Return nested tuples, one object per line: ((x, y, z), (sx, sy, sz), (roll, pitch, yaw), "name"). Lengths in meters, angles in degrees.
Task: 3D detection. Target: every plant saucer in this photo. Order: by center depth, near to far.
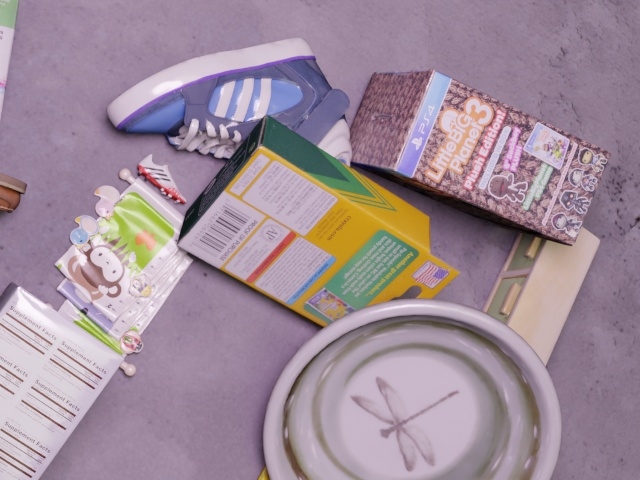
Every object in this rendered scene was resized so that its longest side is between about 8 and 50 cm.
((0.122, 0.251, 1.438), (0.400, 0.100, 0.401), (0, 109, -1), "plant saucer")

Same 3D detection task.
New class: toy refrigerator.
((0.310, 0.094, 1.586), (0.094, 0.102, 0.269), (33, 73, -15), "toy refrigerator")

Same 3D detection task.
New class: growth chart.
((-0.264, 0.037, 1.400), (0.172, 0.021, 0.237), (33, 72, -14), "growth chart")

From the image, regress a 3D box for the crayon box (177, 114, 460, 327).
((0.000, 0.000, 1.409), (0.323, 0.203, 0.083), (31, 35, -19), "crayon box")

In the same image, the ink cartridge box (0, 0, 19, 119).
((-0.470, -0.213, 1.306), (0.154, 0.093, 0.212), (11, 81, -22), "ink cartridge box")

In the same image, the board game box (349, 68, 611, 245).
((0.211, -0.120, 1.488), (0.291, 0.232, 0.141), (21, 91, -18), "board game box")

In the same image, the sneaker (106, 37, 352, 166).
((-0.102, -0.129, 1.426), (0.322, 0.130, 0.236), (-21, 88, -29), "sneaker")

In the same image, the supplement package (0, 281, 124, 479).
((-0.361, 0.173, 1.236), (0.149, 0.194, 0.203), (38, 77, -15), "supplement package")

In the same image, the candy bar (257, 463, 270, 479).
((-0.057, 0.302, 1.453), (0.040, 0.018, 0.161), (30, 73, -20), "candy bar")

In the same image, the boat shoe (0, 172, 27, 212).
((-0.517, -0.059, 1.267), (0.307, 0.111, 0.104), (11, 83, -11), "boat shoe")

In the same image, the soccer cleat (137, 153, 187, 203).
((-0.211, -0.083, 1.432), (0.083, 0.029, 0.036), (38, 75, -9), "soccer cleat")
